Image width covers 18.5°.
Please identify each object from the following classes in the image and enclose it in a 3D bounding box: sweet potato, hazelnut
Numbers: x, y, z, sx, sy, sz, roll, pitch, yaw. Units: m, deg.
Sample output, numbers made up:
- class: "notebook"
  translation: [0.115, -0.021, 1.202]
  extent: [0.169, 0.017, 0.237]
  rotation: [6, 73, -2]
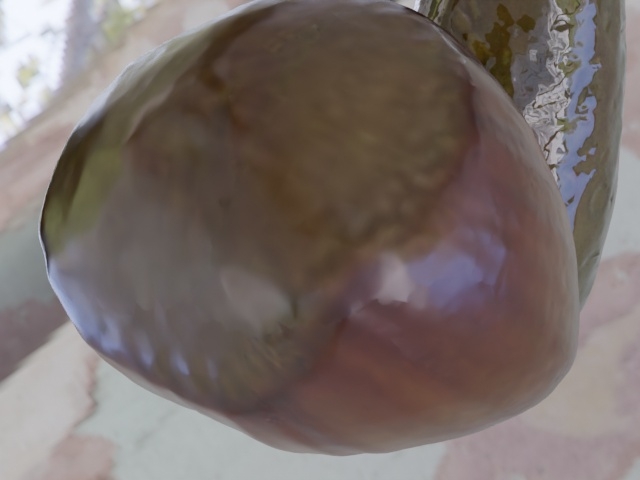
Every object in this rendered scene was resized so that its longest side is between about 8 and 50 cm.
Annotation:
- class: "sweet potato"
  translation: [0.099, -0.112, 1.000]
  extent: [0.130, 0.423, 0.130]
  rotation: [4, -161, -2]
- class: "hazelnut"
  translation: [0.003, -0.009, 0.791]
  extent: [0.210, 0.186, 0.210]
  rotation: [-9, -164, 3]
